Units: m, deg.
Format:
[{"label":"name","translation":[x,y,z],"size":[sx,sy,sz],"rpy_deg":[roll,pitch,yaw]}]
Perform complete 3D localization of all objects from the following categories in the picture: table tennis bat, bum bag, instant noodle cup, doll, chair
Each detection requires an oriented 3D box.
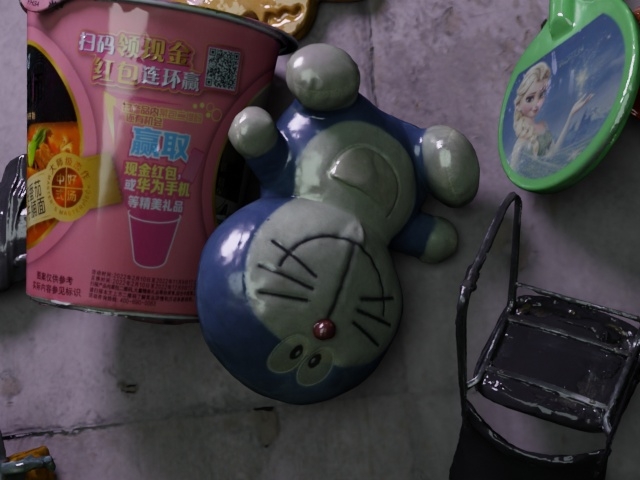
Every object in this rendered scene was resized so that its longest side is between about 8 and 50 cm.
[{"label":"table tennis bat","translation":[0.201,-0.156,0.877],"size":[0.160,0.039,0.257],"rpy_deg":[-32,43,54]},{"label":"bum bag","translation":[-0.316,-0.003,1.031],"size":[0.248,0.060,0.123],"rpy_deg":[-20,77,11]},{"label":"instant noodle cup","translation":[-0.151,-0.064,0.918],"size":[0.243,0.244,0.255],"rpy_deg":[7,89,19]},{"label":"doll","translation":[0.000,0.000,0.866],"size":[0.154,0.228,0.259],"rpy_deg":[-11,55,55]},{"label":"chair","translation":[0.182,0.101,0.835],"size":[0.140,0.221,0.145],"rpy_deg":[16,41,20]}]

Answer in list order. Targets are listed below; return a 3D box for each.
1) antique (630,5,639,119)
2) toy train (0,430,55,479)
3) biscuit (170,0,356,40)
[{"label":"antique","translation":[0.279,-0.145,0.854],"size":[0.104,0.104,0.104],"rpy_deg":[-4,78,17]},{"label":"toy train","translation":[-0.413,0.282,0.951],"size":[0.429,0.178,0.249],"rpy_deg":[-16,87,15]},{"label":"biscuit","translation":[-0.065,-0.269,1.021],"size":[0.248,0.035,0.184],"rpy_deg":[-10,76,16]}]
